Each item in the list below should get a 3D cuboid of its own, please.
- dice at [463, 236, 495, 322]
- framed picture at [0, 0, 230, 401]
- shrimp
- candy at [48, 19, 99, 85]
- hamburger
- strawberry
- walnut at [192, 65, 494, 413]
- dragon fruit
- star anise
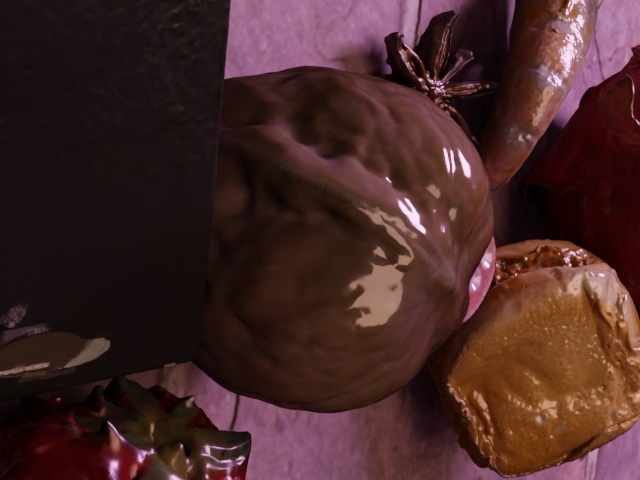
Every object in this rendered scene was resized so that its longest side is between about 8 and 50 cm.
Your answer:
[{"bbox_3d":[0.084,0.015,1.504,0.093,0.091,0.094,-60,141,-25],"label":"dice"},{"bbox_3d":[-0.168,-0.043,1.066,0.244,0.013,0.323,-10,124,-29],"label":"framed picture"},{"bbox_3d":[0.191,-0.173,1.612,0.168,0.077,0.317,-57,-171,54],"label":"shrimp"},{"bbox_3d":[-0.199,-0.025,1.103,0.097,0.097,0.323,5,107,-55],"label":"candy"},{"bbox_3d":[0.192,0.100,1.596,0.214,0.108,0.213,-6,113,-14],"label":"hamburger"},{"bbox_3d":[-0.148,0.189,1.177,0.184,0.187,0.201,23,110,-18],"label":"strawberry"},{"bbox_3d":[-0.001,-0.002,1.271,0.248,0.248,0.248,-18,112,-51],"label":"walnut"},{"bbox_3d":[0.317,-0.042,1.692,0.250,0.315,0.250,13,58,-23],"label":"dragon fruit"},{"bbox_3d":[0.081,-0.121,1.494,0.141,0.042,0.141,-11,112,-31],"label":"star anise"}]
